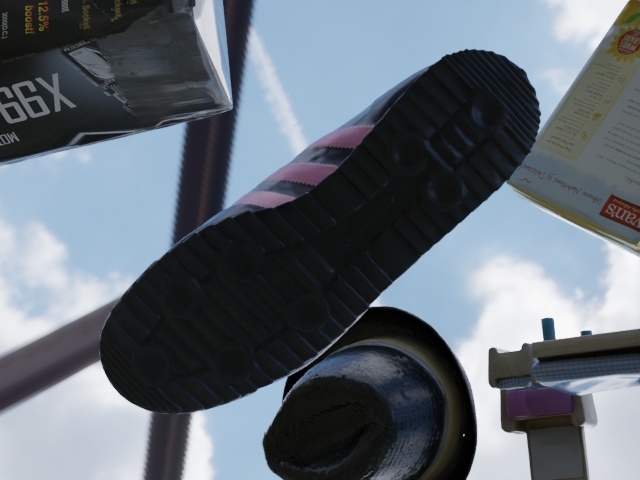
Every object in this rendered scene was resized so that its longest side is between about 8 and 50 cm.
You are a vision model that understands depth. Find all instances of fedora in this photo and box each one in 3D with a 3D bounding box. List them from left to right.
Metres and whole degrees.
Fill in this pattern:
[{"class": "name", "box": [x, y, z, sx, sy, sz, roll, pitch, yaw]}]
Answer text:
[{"class": "fedora", "box": [0.038, 0.244, 1.744, 0.334, 0.152, 0.334, 1, -88, 39]}]

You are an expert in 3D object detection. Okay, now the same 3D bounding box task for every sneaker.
[{"class": "sneaker", "box": [0.000, 0.000, 0.863, 0.112, 0.319, 0.131, 56, -5, -3]}]

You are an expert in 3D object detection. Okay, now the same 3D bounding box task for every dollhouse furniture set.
[{"class": "dollhouse furniture set", "box": [0.249, 0.162, 1.027, 0.286, 0.303, 0.198, -10, -103, 23]}]

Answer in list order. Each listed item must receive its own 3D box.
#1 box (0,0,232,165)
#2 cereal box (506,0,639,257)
[{"class": "box", "box": [-0.181, -0.180, 0.708, 0.076, 0.242, 0.308, 67, 12, -56]}, {"class": "cereal box", "box": [0.319, -0.116, 1.327, 0.173, 0.240, 0.047, 32, -5, 41]}]
